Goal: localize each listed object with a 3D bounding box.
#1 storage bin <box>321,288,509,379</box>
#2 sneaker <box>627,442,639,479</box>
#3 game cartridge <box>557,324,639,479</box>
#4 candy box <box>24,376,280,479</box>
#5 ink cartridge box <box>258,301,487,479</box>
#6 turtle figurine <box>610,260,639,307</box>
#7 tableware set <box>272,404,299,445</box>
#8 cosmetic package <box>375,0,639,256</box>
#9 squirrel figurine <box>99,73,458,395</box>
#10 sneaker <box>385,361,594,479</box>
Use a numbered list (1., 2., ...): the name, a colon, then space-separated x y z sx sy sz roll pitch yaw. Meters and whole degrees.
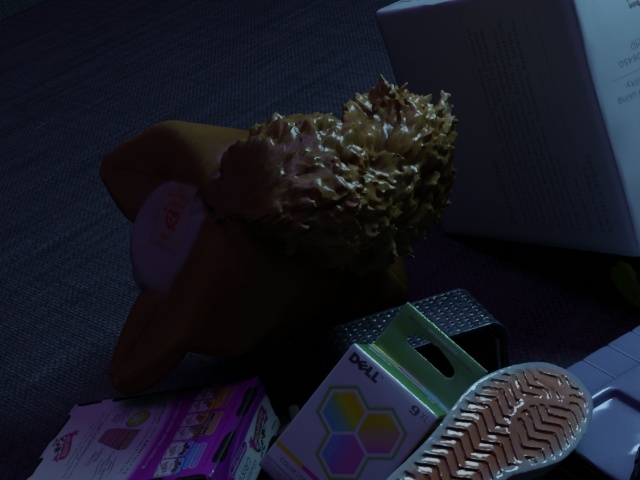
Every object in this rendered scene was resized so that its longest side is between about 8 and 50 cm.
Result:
1. storage bin: 0.102 0.139 1.288 0.180 0.122 0.084 -17 29 -16
2. sneaker: 0.320 0.151 1.053 0.099 0.153 0.282 6 34 29
3. game cartridge: 0.379 0.196 1.168 0.230 0.068 0.355 -30 34 -23
4. candy box: -0.175 0.227 1.249 0.233 0.071 0.159 -10 27 23
5. ink cartridge box: 0.050 0.171 1.163 0.109 0.062 0.209 41 96 19
6. turtle figurine: 0.449 0.007 1.449 0.217 0.087 0.269 -28 17 -29
7. tableware set: -0.053 0.243 1.249 0.128 0.039 0.194 16 39 40
8. cosmetic package: 0.338 -0.200 1.518 0.329 0.327 0.393 -26 16 -24
9. squirrel figurine: 0.000 0.000 1.359 0.397 0.370 0.281 -33 57 36
10. sneaker: 0.131 0.222 1.127 0.302 0.121 0.108 -32 68 -33
